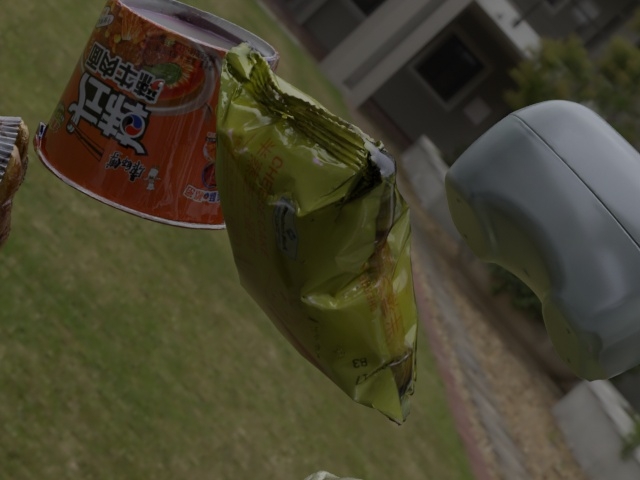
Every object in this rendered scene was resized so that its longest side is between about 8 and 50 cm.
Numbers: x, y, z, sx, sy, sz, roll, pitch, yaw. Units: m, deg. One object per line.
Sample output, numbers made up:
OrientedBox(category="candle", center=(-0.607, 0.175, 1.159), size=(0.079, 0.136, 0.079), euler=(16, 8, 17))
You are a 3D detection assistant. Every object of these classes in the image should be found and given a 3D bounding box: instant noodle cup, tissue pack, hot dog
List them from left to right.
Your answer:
OrientedBox(category="hot dog", center=(-0.445, -0.067, 1.804), size=(0.075, 0.268, 0.144), euler=(13, 62, -15))
OrientedBox(category="instant noodle cup", center=(-0.169, -0.151, 1.455), size=(0.250, 0.192, 0.250), euler=(20, 16, -6))
OrientedBox(category="tissue pack", center=(0.334, -0.014, 1.664), size=(0.333, 0.236, 0.229), euler=(52, -6, 26))

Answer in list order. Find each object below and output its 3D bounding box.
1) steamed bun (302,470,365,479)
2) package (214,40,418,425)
OrientedBox(category="steamed bun", center=(0.013, 0.492, 1.945), size=(0.275, 0.206, 0.320), euler=(21, -46, 56))
OrientedBox(category="package", center=(0.000, 0.000, 0.797), size=(0.168, 0.090, 0.226), euler=(43, -25, 43))
